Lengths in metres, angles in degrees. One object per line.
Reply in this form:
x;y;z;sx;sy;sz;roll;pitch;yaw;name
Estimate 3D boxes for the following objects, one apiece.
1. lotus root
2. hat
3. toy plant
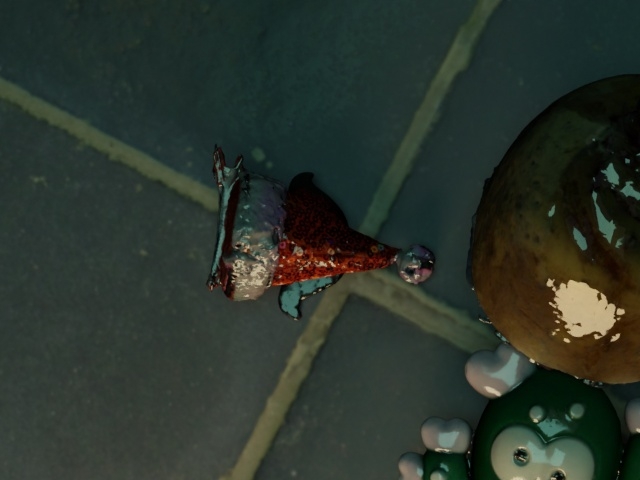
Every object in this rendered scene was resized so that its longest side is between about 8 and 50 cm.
0.271;-0.021;1.778;0.272;0.192;0.272;4;66;-9;lotus root
0.000;-0.002;1.907;0.227;0.129;0.140;8;71;-5;hat
0.209;0.210;1.837;0.232;0.112;0.243;35;100;6;toy plant
